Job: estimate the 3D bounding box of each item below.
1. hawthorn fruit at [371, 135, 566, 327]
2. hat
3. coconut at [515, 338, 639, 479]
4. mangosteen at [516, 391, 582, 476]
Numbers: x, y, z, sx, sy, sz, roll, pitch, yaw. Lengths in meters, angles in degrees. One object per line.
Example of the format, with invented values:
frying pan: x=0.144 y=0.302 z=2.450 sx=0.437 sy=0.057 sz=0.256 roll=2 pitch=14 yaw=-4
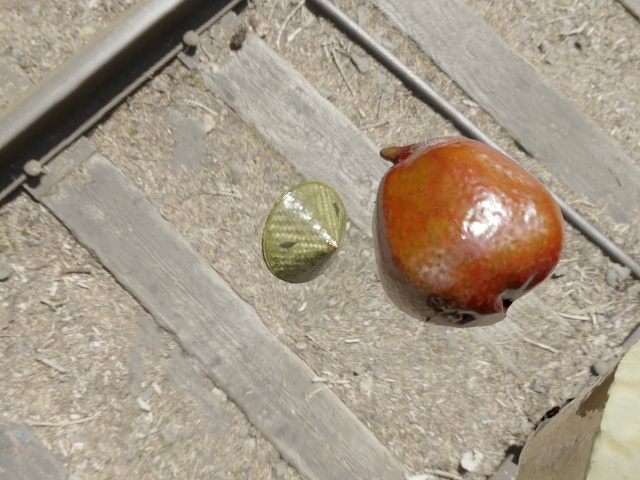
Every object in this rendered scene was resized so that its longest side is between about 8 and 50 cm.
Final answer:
hawthorn fruit: x=0.220 y=-0.015 z=0.911 sx=0.295 sy=0.295 sz=0.311 roll=1 pitch=65 yaw=-3
hat: x=0.000 y=0.000 z=0.767 sx=0.146 sy=0.067 sz=0.146 roll=-17 pitch=118 yaw=-36
coconut: x=0.254 y=0.181 z=0.373 sx=0.259 sy=0.259 sz=0.259 roll=0 pitch=82 yaw=-3
mangosteen: x=0.409 y=0.335 z=0.756 sx=0.297 sy=0.297 sz=0.293 roll=-47 pitch=52 yaw=-8
